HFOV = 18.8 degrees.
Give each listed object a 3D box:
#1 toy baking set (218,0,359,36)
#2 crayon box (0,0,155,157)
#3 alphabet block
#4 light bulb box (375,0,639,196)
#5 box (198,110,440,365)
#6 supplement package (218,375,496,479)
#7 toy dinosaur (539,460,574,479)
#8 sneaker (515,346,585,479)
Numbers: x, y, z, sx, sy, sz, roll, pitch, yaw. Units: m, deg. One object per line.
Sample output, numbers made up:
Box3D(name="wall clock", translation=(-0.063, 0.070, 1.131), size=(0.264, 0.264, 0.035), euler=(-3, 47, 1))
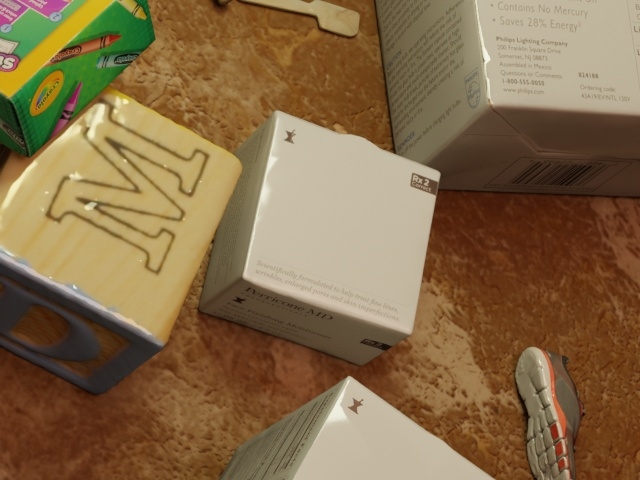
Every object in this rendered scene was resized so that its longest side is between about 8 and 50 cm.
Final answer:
Box3D(name="toy baking set", translation=(-0.055, -0.320, 1.996), size=(0.197, 0.030, 0.256), euler=(-16, 79, -29))
Box3D(name="crayon box", translation=(-0.302, -0.205, 1.658), size=(0.278, 0.081, 0.165), euler=(31, 62, 24))
Box3D(name="alphabet block", translation=(-0.213, -0.006, 1.717), size=(0.193, 0.192, 0.197), euler=(30, 63, -14))
Box3D(name="light bulb box", translation=(0.257, -0.252, 2.003), size=(0.358, 0.225, 0.361), euler=(2, 70, -23))
Box3D(name="box", translation=(0.000, 0.000, 1.853), size=(0.181, 0.119, 0.182), euler=(19, 64, -17))
Box3D(name="supplement package", translation=(0.007, 0.280, 1.669), size=(0.199, 0.262, 0.198), euler=(36, 60, -8))
Box3D(name="toy dinosaur", translation=(0.198, 0.384, 1.825), size=(0.160, 0.121, 0.313), euler=(32, 65, 3))
Box3D(name="sneaker", translation=(0.244, 0.182, 1.936), size=(0.065, 0.061, 0.158), euler=(3, 71, -31))
